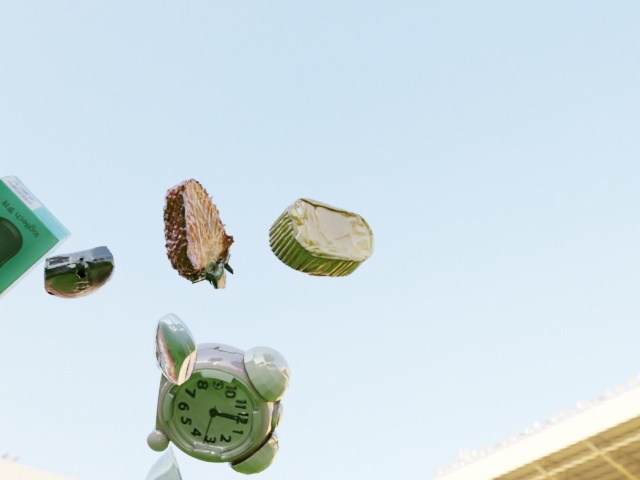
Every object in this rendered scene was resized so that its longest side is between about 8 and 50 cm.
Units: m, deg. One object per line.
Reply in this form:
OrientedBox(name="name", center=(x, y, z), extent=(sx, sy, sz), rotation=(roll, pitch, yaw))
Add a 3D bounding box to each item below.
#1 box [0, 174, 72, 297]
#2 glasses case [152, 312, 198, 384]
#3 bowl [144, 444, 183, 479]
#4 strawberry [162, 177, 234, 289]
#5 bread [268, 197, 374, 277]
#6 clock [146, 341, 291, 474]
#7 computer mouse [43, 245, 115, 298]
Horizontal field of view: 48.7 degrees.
OrientedBox(name="box", center=(-0.778, 0.021, 1.668), extent=(0.311, 0.118, 0.205), rotation=(-41, -83, 1))
OrientedBox(name="glasses case", center=(-0.212, 0.160, 1.026), extent=(0.045, 0.067, 0.178), rotation=(-32, -15, -28))
OrientedBox(name="bowl", center=(-0.469, 0.795, 2.134), extent=(0.146, 0.313, 0.313), rotation=(-17, -38, -17))
OrientedBox(name="strawberry", center=(-0.303, -0.010, 1.668), extent=(0.106, 0.188, 0.286), rotation=(-3, -64, 25))
OrientedBox(name="bread", center=(0.000, 0.000, 1.739), extent=(0.250, 0.179, 0.133), rotation=(7, -37, -30))
OrientedBox(name="clock", center=(-0.248, 0.410, 1.781), extent=(0.325, 0.184, 0.342), rotation=(12, -69, 8))
OrientedBox(name="computer mouse", center=(-0.436, 0.065, 1.270), extent=(0.122, 0.073, 0.217), rotation=(-16, -6, -23))
